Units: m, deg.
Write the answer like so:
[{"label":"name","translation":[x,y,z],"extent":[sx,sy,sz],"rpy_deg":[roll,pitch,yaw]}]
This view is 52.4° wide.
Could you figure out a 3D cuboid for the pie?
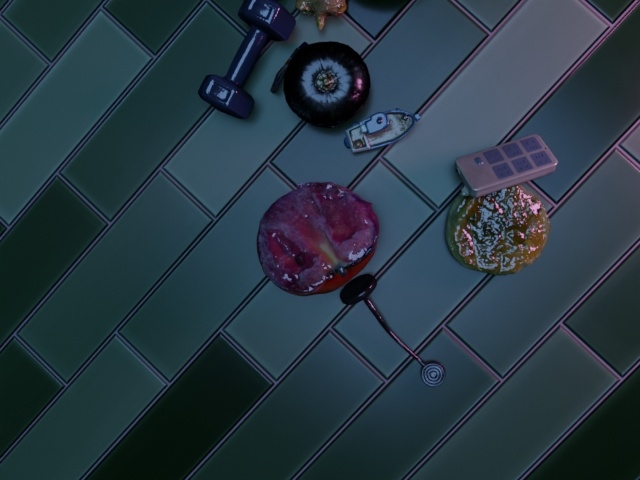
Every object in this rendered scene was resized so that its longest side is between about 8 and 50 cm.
[{"label":"pie","translation":[0.471,-0.032,1.733],"extent":[0.277,0.078,0.277],"rpy_deg":[0,93,7]}]

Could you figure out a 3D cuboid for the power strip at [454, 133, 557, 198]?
[{"label":"power strip","translation":[0.479,-0.194,1.696],"extent":[0.270,0.046,0.118],"rpy_deg":[-18,60,-7]}]

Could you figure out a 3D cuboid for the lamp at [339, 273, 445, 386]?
[{"label":"lamp","translation":[0.196,0.258,1.755],"extent":[0.130,0.108,0.371],"rpy_deg":[-34,88,5]}]

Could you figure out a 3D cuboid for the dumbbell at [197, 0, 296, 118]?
[{"label":"dumbbell","translation":[-0.201,-0.497,1.763],"extent":[0.144,0.160,0.325],"rpy_deg":[33,96,36]}]

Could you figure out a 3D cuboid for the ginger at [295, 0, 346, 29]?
[{"label":"ginger","translation":[0.007,-0.679,1.755],"extent":[0.157,0.102,0.216],"rpy_deg":[5,92,13]}]

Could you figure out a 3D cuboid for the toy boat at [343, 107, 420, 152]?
[{"label":"toy boat","translation":[0.163,-0.300,1.749],"extent":[0.215,0.102,0.088],"rpy_deg":[-18,92,6]}]

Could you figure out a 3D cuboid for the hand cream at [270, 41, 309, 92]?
[{"label":"hand cream","translation":[-0.086,-0.477,1.797],"extent":[0.039,0.062,0.163],"rpy_deg":[40,90,-27]}]

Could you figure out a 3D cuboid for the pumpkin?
[{"label":"pumpkin","translation":[0.018,-0.417,1.732],"extent":[0.233,0.163,0.233],"rpy_deg":[0,94,6]}]

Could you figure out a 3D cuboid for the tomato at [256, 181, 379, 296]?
[{"label":"tomato","translation":[0.005,-0.002,1.744],"extent":[0.335,0.176,0.289],"rpy_deg":[-36,67,6]}]
